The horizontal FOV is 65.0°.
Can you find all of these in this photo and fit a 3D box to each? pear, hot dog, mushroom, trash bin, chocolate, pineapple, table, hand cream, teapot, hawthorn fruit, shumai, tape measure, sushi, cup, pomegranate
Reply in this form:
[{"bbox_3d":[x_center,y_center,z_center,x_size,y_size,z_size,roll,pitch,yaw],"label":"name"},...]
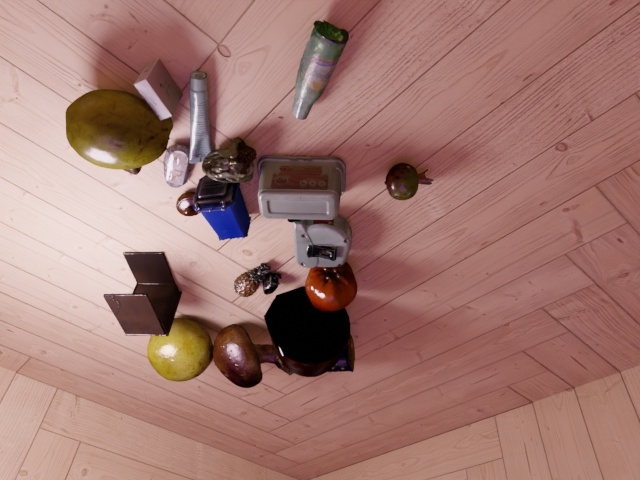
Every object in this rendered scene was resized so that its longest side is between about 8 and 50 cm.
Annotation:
[{"bbox_3d":[-0.625,-0.342,1.565,0.307,0.252,0.253,9,137,-24],"label":"pear"},{"bbox_3d":[-0.505,-0.260,1.771,0.099,0.053,0.192,15,137,-9],"label":"hot dog"},{"bbox_3d":[-0.335,0.534,2.409,0.356,0.334,0.331,-34,147,0],"label":"mushroom"},{"bbox_3d":[-0.349,-0.110,1.828,0.163,0.184,0.234,-4,140,11],"label":"trash bin"},{"bbox_3d":[-0.063,0.438,2.249,0.384,0.383,0.331,10,142,-5],"label":"chocolate"},{"bbox_3d":[-0.284,0.161,2.153,0.108,0.108,0.198,35,118,-27],"label":"pineapple"},{"bbox_3d":[-0.748,0.229,2.148,0.196,0.250,0.282,0,134,5],"label":"table"},{"bbox_3d":[-0.390,-0.384,1.627,0.085,0.058,0.331,-19,141,-26],"label":"hand cream"},{"bbox_3d":[-0.486,-0.131,1.879,0.129,0.078,0.098,-30,126,30],"label":"teapot"},{"bbox_3d":[0.045,0.201,2.087,0.224,0.224,0.260,5,147,0],"label":"hawthorn fruit"},{"bbox_3d":[-0.305,-0.276,1.687,0.184,0.184,0.141,14,111,-10],"label":"shumai"},{"bbox_3d":[-0.001,0.000,1.940,0.246,0.125,0.243,2,135,3],"label":"tape measure"},{"bbox_3d":[-0.018,-0.485,1.474,0.110,0.110,0.291,16,136,-12],"label":"chocolate"},{"bbox_3d":[-0.213,0.182,2.172,0.056,0.083,0.085,36,129,-27],"label":"sushi"},{"bbox_3d":[0.040,0.591,2.503,0.257,0.178,0.255,-7,133,14],"label":"cup"},{"bbox_3d":[0.297,-0.210,1.712,0.159,0.129,0.129,-31,128,6],"label":"pomegranate"},{"bbox_3d":[-0.658,0.527,2.411,0.304,0.303,0.303,2,135,2],"label":"pear"}]

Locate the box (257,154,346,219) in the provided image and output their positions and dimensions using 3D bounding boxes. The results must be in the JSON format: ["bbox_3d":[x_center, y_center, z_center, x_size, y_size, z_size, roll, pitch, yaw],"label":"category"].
[{"bbox_3d":[-0.069,-0.172,1.733,0.312,0.182,0.175,1,135,3],"label":"box"}]

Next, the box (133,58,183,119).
[{"bbox_3d":[-0.487,-0.455,1.515,0.051,0.129,0.130,-16,132,19],"label":"box"}]

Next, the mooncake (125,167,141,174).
[{"bbox_3d":[-0.673,-0.298,1.732,0.130,0.073,0.125,19,132,-16],"label":"mooncake"}]
